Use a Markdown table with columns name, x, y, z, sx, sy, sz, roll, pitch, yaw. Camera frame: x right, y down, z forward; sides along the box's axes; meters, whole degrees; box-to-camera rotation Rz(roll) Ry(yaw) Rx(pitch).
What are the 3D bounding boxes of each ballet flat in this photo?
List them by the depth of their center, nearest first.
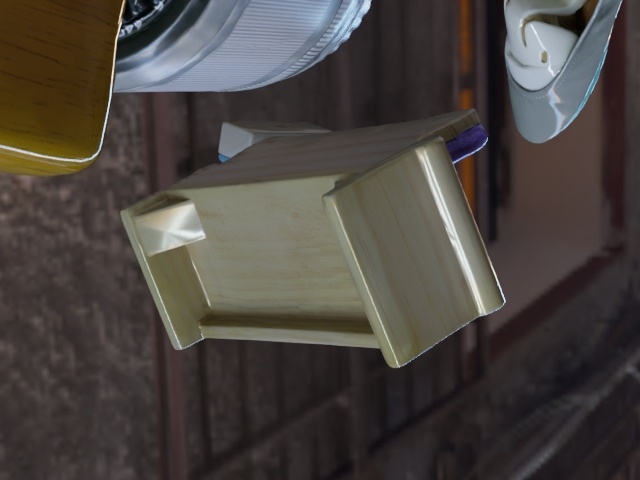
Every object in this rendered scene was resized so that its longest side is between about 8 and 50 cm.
| name | x | y | z | sx | sy | sz | roll | pitch | yaw |
| --- | --- | --- | --- | --- | --- | --- | --- | --- | --- |
| ballet flat | 0.140 | -0.147 | 0.881 | 0.068 | 0.213 | 0.072 | -2 | -137 | -32 |

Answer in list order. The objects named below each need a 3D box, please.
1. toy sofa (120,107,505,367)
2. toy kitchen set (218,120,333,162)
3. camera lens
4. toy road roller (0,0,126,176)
| name | x | y | z | sx | sy | sz | roll | pitch | yaw |
| --- | --- | --- | --- | --- | --- | --- | --- | --- | --- |
| toy sofa | 0.000 | 0.000 | 1.325 | 0.177 | 0.150 | 0.362 | -29 | -165 | -32 |
| toy kitchen set | -0.006 | -0.021 | 1.594 | 0.122 | 0.166 | 0.207 | -3 | -162 | -42 |
| camera lens | -0.096 | -0.212 | 1.065 | 0.219 | 0.219 | 0.274 | 4 | -173 | 24 |
| toy road roller | -0.172 | -0.155 | 0.538 | 0.329 | 0.240 | 0.202 | 9 | 177 | 24 |
